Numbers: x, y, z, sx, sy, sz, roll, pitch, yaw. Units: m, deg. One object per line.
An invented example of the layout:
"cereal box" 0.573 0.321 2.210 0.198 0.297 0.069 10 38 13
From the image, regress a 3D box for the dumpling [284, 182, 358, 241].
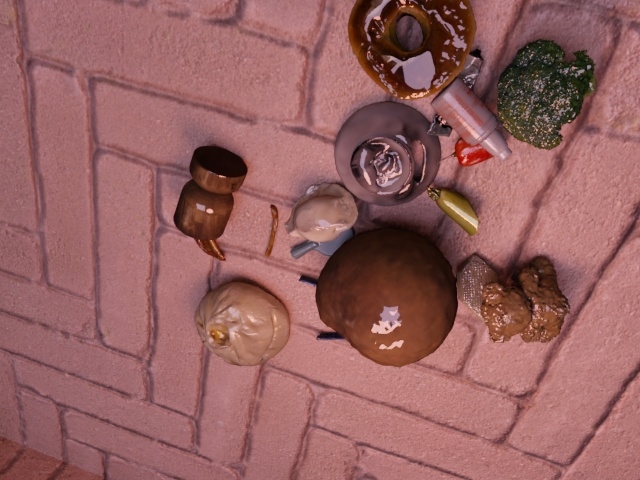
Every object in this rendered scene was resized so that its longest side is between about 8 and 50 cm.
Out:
"dumpling" 0.003 -0.092 1.637 0.258 0.193 0.147 -2 156 30

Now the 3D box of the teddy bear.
"teddy bear" 0.601 0.200 1.540 0.256 0.156 0.267 -9 94 0

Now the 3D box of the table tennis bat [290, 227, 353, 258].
"table tennis bat" 0.000 0.000 1.752 0.244 0.040 0.153 -28 102 24

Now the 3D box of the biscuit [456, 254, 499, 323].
"biscuit" 0.532 0.174 1.635 0.250 0.046 0.147 43 88 -2

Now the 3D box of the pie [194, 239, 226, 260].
"pie" -0.418 -0.001 1.882 0.088 0.033 0.191 -11 119 31

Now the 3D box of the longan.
"longan" 0.208 0.160 1.569 0.436 0.404 0.404 30 136 53

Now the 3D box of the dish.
"dish" 0.185 -0.231 1.517 0.324 0.124 0.324 7 120 13

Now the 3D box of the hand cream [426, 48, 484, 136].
"hand cream" 0.372 -0.400 1.411 0.075 0.052 0.248 17 122 -7

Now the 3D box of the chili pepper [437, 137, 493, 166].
"chili pepper" 0.418 -0.253 1.459 0.192 0.084 0.086 -21 93 21

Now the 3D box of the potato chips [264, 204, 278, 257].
"potato chips" -0.169 -0.027 1.795 0.037 0.026 0.204 17 122 11

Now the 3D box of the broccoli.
"broccoli" 0.563 -0.363 1.293 0.242 0.261 0.269 -28 115 -13

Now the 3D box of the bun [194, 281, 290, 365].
"bun" -0.297 0.329 1.916 0.365 0.219 0.365 9 123 14

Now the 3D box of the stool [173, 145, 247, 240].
"stool" -0.365 -0.152 1.698 0.179 0.179 0.264 29 123 1

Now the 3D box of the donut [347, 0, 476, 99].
"donut" 0.229 -0.530 1.324 0.330 0.160 0.330 3 104 12

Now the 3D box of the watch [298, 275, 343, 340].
"watch" 0.083 0.237 1.846 0.274 0.068 0.276 -4 117 24

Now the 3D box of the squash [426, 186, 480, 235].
"squash" 0.400 -0.107 1.540 0.200 0.090 0.075 41 112 -6

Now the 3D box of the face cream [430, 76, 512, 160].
"face cream" 0.408 -0.305 1.355 0.252 0.101 0.101 44 121 -7
